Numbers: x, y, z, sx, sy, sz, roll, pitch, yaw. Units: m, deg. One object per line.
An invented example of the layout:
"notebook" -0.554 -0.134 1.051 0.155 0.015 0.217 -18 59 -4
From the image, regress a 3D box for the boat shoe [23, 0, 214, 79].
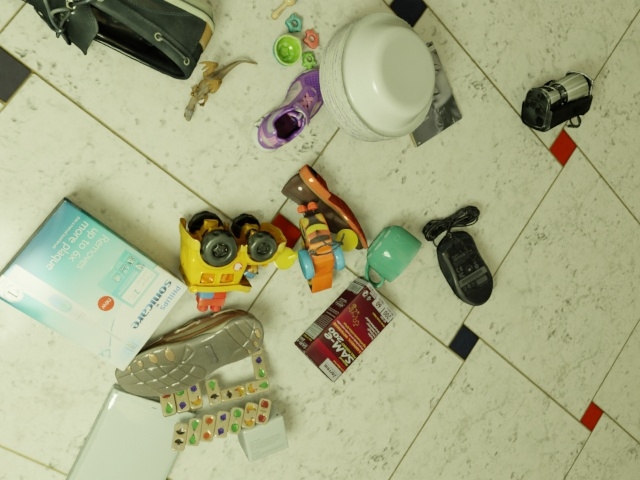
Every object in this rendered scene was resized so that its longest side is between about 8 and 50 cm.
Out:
"boat shoe" -0.442 -0.434 1.011 0.500 0.187 0.155 14 86 -31

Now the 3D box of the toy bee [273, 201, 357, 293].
"toy bee" 0.000 0.000 1.261 0.195 0.298 0.162 -6 65 -30

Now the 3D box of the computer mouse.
"computer mouse" 0.392 0.052 1.534 0.189 0.072 0.272 -23 94 -18

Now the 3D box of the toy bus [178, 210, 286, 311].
"toy bus" -0.205 0.055 1.222 0.220 0.149 0.211 0 111 -27

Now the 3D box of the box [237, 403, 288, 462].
"box" -0.145 0.456 1.323 0.101 0.102 0.087 -15 105 -22

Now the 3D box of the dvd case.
"dvd case" 0.269 -0.380 1.434 0.165 0.018 0.221 -34 110 -16

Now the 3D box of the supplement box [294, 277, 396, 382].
"supplement box" 0.065 0.226 1.402 0.239 0.073 0.130 -45 113 -11

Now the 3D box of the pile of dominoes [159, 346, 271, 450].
"pile of dominoes" -0.232 0.348 1.247 0.251 0.040 0.195 -10 72 -20

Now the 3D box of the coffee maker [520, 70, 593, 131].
"coffee maker" 0.676 -0.375 1.567 0.178 0.120 0.171 -26 108 -19

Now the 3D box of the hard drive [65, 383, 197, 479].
"hard drive" -0.436 0.497 1.230 0.203 0.040 0.307 27 85 -26

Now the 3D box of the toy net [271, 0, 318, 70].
"toy net" -0.053 -0.511 1.251 0.122 0.045 0.232 -2 98 -24

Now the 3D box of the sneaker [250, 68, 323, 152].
"sneaker" -0.053 -0.295 1.252 0.095 0.104 0.236 44 78 -22

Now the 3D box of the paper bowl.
"paper bowl" 0.150 -0.376 1.266 0.284 0.148 0.284 -2 93 -34

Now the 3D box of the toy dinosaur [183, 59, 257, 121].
"toy dinosaur" -0.227 -0.348 1.178 0.211 0.112 0.064 -43 99 -7

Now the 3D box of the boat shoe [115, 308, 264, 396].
"boat shoe" -0.287 0.243 1.221 0.325 0.116 0.123 -17 113 -13

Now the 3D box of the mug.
"mug" 0.169 0.036 1.386 0.097 0.129 0.157 39 75 0

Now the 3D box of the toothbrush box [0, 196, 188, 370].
"toothbrush box" -0.458 0.087 1.111 0.295 0.126 0.216 42 80 -25

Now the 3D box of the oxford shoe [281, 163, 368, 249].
"oxford shoe" 0.015 -0.062 1.341 0.098 0.097 0.271 -37 115 13
